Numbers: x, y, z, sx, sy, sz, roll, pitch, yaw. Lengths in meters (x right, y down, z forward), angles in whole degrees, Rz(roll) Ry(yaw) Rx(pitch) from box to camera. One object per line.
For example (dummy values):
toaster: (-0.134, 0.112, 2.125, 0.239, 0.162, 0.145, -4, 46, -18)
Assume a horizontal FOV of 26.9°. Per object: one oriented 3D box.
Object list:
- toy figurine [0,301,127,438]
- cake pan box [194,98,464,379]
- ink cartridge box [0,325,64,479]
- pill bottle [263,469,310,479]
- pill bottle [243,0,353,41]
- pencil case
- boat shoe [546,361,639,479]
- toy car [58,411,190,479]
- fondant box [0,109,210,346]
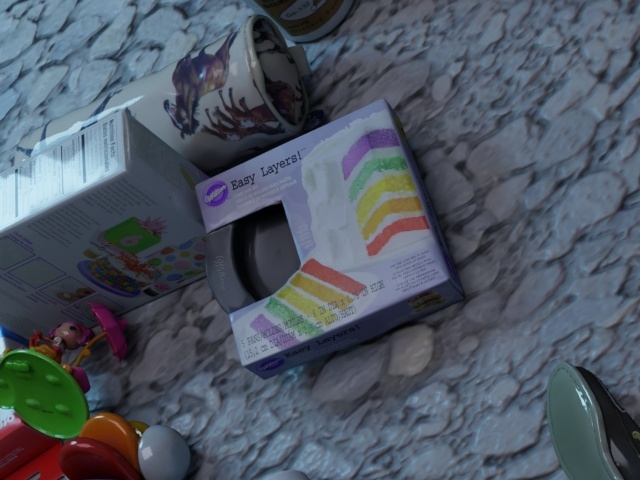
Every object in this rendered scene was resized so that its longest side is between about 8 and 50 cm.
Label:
toy figurine: (-0.314, 0.141, 1.645, 0.173, 0.130, 0.159, 5, 34, 28)
cake pan box: (0.000, 0.000, 1.514, 0.267, 0.070, 0.245, -23, 62, 14)
ink cartridge box: (-0.415, 0.223, 1.709, 0.134, 0.078, 0.231, -35, 52, 15)
pill bottle: (-0.005, 0.325, 1.359, 0.108, 0.108, 0.180, -44, 51, 7)
pill bottle: (-0.064, -0.358, 1.674, 0.131, 0.229, 0.131, -15, 59, 27)
pencil case: (-0.204, -0.134, 1.701, 0.410, 0.183, 0.159, -24, 81, 23)
boat shoe: (0.279, 0.212, 1.256, 0.081, 0.069, 0.227, 113, 150, -43)
toy car: (-0.242, 0.283, 1.522, 0.159, 0.136, 0.182, -15, 59, 27)
fondant box: (-0.295, -0.003, 1.640, 0.330, 0.238, 0.096, -23, 54, 23)
